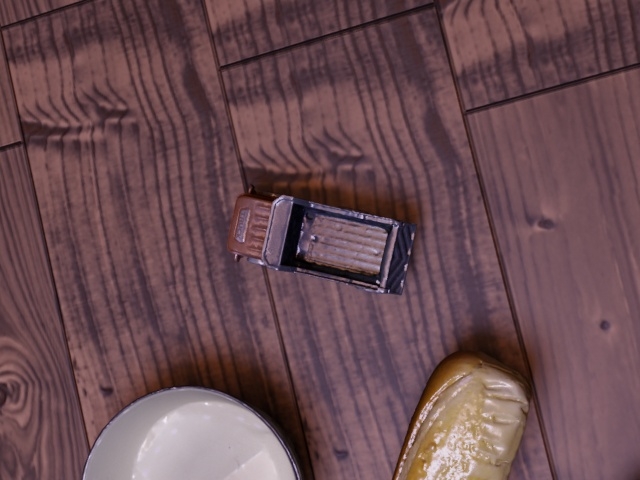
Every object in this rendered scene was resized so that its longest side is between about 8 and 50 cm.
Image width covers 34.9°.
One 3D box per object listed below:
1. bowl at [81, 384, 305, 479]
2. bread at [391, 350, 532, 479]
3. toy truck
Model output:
[{"bbox_3d":[-0.116,0.261,1.054,0.237,0.126,0.238,0,89,13],"label":"bowl"},{"bbox_3d":[0.128,0.224,0.990,0.106,0.140,0.236,18,92,10],"label":"bread"},{"bbox_3d":[0.000,0.000,1.051,0.192,0.092,0.083,13,92,14],"label":"toy truck"}]
